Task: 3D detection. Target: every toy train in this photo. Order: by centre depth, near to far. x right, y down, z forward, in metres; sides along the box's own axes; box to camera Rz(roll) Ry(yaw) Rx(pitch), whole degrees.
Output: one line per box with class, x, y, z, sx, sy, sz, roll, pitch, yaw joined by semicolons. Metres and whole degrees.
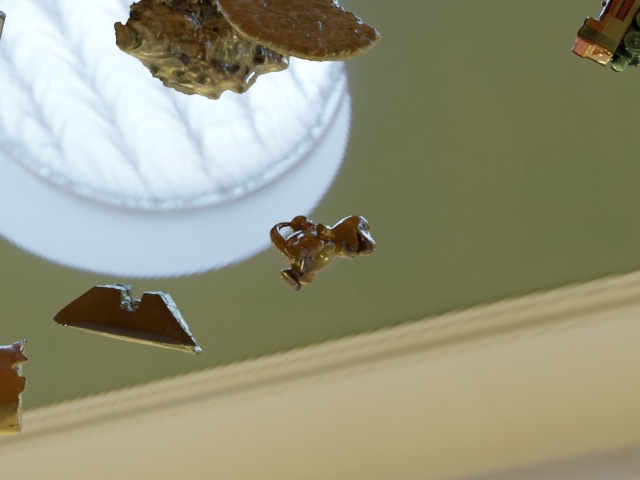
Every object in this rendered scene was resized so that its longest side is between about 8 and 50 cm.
toy train;0.507;-0.369;2.237;0.118;0.074;0.176;28;-105;6

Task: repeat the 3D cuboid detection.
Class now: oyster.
oyster;-0.183;-0.332;2.290;0.354;0.201;0.107;-10;-151;-28

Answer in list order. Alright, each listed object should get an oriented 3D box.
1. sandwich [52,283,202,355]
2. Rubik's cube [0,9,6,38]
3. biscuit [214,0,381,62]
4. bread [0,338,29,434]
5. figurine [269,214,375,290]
sandwich;-0.295;0.113;2.088;0.244;0.090;0.088;11;-96;10
Rubik's cube;-0.597;-0.254;1.878;0.205;0.207;0.205;26;-160;13
biscuit;-0.036;-0.343;2.031;0.265;0.040;0.188;20;-132;1
bread;-0.446;0.183;1.665;0.173;0.085;0.134;-6;-146;-9
figurine;-0.001;-0.003;2.137;0.176;0.121;0.122;-17;-134;-33
